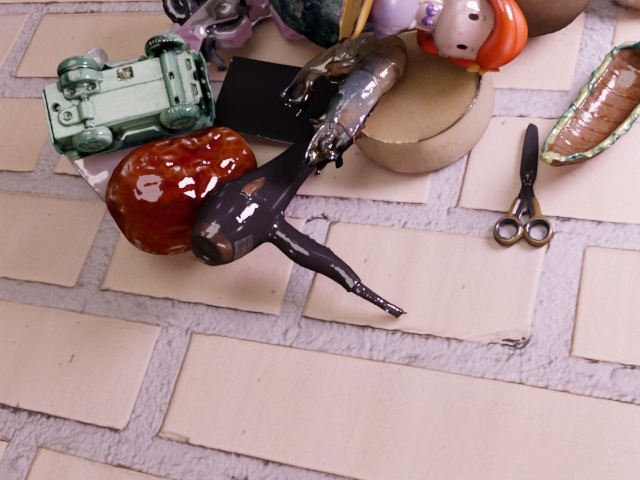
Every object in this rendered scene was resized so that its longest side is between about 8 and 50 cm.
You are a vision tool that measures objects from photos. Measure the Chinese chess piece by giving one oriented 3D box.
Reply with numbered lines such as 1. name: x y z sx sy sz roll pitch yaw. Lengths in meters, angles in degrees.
1. Chinese chess piece: 0.159 -0.232 1.407 0.249 0.103 0.250 -9 60 16

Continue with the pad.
1. pad: -0.065 -0.245 1.521 0.243 0.004 0.164 12 66 11

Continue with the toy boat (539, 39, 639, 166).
1. toy boat: 0.419 -0.189 1.296 0.108 0.099 0.293 33 69 31

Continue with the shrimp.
1. shrimp: 0.016 -0.237 1.369 0.178 0.075 0.289 21 73 36

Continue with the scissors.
1. scissors: 0.318 -0.089 1.320 0.088 0.017 0.220 1 62 21

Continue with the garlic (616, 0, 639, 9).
1. garlic: 0.549 -0.421 1.380 0.194 0.127 0.131 42 100 7

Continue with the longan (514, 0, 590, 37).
1. longan: 0.327 -0.453 1.395 0.246 0.246 0.215 4 24 22

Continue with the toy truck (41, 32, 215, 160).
1. toy truck: -0.320 -0.234 1.446 0.278 0.156 0.155 -14 81 -2

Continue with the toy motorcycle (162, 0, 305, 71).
1. toy motorcycle: -0.139 -0.410 1.604 0.327 0.143 0.188 2 70 4

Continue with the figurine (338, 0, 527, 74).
1. figurine: 0.172 -0.355 1.294 0.257 0.208 0.181 12 92 -13

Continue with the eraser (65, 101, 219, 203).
1. eraser: -0.333 -0.208 1.569 0.270 0.095 0.174 -41 74 -4

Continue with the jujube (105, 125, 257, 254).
1. jujube: -0.225 -0.090 1.424 0.255 0.190 0.190 -38 55 -18

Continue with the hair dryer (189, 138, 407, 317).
1. hair dryer: 0.000 0.000 1.341 0.359 0.120 0.303 35 46 13

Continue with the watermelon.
1. watermelon: 0.022 -0.435 1.519 0.318 0.148 0.226 36 40 16

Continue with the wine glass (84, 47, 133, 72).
1. wine glass: -0.390 -0.329 1.682 0.155 0.073 0.073 24 72 33
